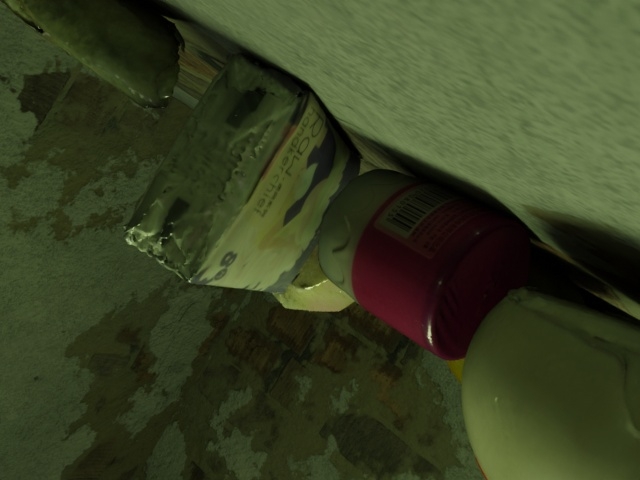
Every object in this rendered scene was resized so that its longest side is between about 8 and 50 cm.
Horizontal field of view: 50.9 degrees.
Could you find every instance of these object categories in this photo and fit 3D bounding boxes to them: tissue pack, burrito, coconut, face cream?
[{"bbox_3d":[-0.073,-0.059,0.843,0.125,0.242,0.344,33,-179,14],"label":"tissue pack"},{"bbox_3d":[-0.287,-0.268,0.758,0.348,0.107,0.175,33,-163,-3],"label":"burrito"},{"bbox_3d":[0.000,0.000,1.524,0.353,0.352,0.352,31,-178,-1],"label":"coconut"},{"bbox_3d":[0.119,0.021,0.793,0.195,0.175,0.175,33,-178,42],"label":"face cream"}]

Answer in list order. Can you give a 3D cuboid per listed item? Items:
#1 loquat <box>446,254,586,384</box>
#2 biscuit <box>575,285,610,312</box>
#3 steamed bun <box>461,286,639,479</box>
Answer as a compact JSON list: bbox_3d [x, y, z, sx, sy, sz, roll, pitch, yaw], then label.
[{"bbox_3d":[0.252,0.104,0.925,0.214,0.213,0.246,31,-161,-18],"label":"loquat"},{"bbox_3d":[0.438,0.137,1.060,0.151,0.063,0.235,46,-167,26],"label":"biscuit"},{"bbox_3d":[0.308,0.202,0.636,0.375,0.241,0.374,17,-174,-2],"label":"steamed bun"}]
